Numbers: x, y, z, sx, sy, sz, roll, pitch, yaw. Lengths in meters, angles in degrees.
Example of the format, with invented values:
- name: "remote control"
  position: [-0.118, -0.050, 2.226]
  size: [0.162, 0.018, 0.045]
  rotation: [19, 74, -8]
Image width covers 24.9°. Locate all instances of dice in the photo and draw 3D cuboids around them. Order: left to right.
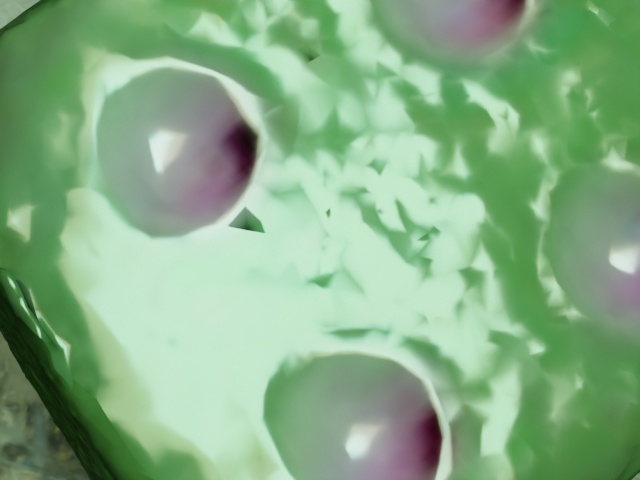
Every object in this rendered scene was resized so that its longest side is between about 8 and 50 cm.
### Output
- name: "dice"
  position: [0.000, 0.000, 0.740]
  size: [0.322, 0.318, 0.330]
  rotation: [-34, 90, -14]
